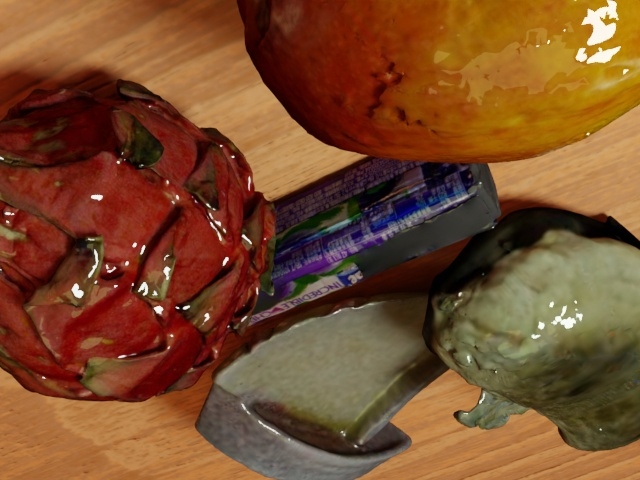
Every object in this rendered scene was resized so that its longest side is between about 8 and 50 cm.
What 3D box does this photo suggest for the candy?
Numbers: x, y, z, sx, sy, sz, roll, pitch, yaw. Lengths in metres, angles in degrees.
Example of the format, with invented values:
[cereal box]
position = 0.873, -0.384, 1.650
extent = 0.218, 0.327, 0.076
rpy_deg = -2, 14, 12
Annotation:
[candy]
position = 0.000, 0.000, 0.938
extent = 0.312, 0.088, 0.061
rpy_deg = -24, 136, 19

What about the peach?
[peach]
position = 0.086, -0.156, 0.627
extent = 0.281, 0.281, 0.238
rpy_deg = -10, 134, 3

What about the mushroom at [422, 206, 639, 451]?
[mushroom]
position = 0.240, 0.106, 1.020
extent = 0.247, 0.130, 0.344
rpy_deg = -46, 135, -2

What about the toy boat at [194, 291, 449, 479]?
[toy boat]
position = 0.015, 0.138, 1.106
extent = 0.276, 0.111, 0.293
rpy_deg = 7, 129, -26

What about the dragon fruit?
[dragon fruit]
position = -0.166, -0.003, 0.811
extent = 0.244, 0.244, 0.299
rpy_deg = -26, 143, 21
